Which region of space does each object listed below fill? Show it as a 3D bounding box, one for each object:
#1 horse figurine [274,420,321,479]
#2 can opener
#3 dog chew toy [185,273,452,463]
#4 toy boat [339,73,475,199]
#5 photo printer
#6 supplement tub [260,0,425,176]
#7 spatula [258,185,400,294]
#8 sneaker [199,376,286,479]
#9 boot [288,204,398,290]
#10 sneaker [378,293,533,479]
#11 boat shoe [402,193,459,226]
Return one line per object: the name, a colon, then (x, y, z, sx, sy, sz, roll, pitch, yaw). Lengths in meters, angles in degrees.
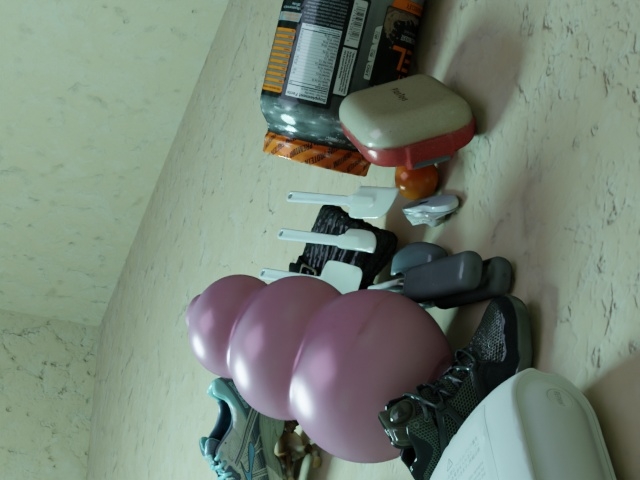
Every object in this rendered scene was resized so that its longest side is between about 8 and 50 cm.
horse figurine: (-0.067, 0.376, 1.965, 0.174, 0.066, 0.263, -138, 59, -64)
can opener: (0.141, 0.032, 1.518, 0.283, 0.076, 0.095, 156, 123, -68)
dog chew toy: (-0.014, 0.136, 1.510, 0.206, 0.332, 0.206, -48, -33, -45)
toy boat: (0.116, -0.125, 1.648, 0.231, 0.151, 0.151, -121, 17, -66)
photo printer: (0.182, 0.291, 1.155, 0.307, 0.107, 0.256, -97, 26, -48)
supplement tub: (0.031, -0.276, 1.855, 0.207, 0.207, 0.338, -148, 71, -72)
spatula: (0.000, 0.000, 1.694, 0.242, 0.019, 0.168, 6, 73, 53)
sneaker: (-0.127, 0.335, 1.882, 0.110, 0.122, 0.283, -14, 76, 60)
boot: (0.041, 0.108, 1.700, 0.260, 0.131, 0.348, -57, 39, 4)
sneaker: (0.144, 0.161, 1.333, 0.087, 0.130, 0.227, -133, 59, -67)
boat shoe: (0.147, -0.035, 1.618, 0.035, 0.035, 0.100, -39, 18, -34)
